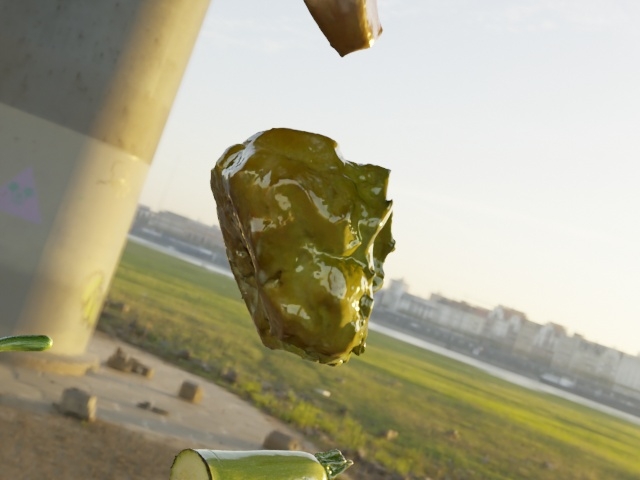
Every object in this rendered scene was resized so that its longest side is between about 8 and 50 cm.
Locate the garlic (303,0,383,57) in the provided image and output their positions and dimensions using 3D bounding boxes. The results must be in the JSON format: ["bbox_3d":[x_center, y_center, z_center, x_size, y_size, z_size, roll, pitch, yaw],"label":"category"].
[{"bbox_3d":[0.023,-0.395,1.150,0.112,0.318,0.143,20,39,39],"label":"garlic"}]

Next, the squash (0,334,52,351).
[{"bbox_3d":[-0.438,0.151,1.298,0.089,0.027,0.027,5,6,-35],"label":"squash"}]

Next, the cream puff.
[{"bbox_3d":[0.001,0.002,0.927,0.185,0.282,0.282,-20,8,-16],"label":"cream puff"}]

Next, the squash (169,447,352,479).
[{"bbox_3d":[-0.057,0.271,1.009,0.224,0.094,0.094,1,8,-36],"label":"squash"}]
